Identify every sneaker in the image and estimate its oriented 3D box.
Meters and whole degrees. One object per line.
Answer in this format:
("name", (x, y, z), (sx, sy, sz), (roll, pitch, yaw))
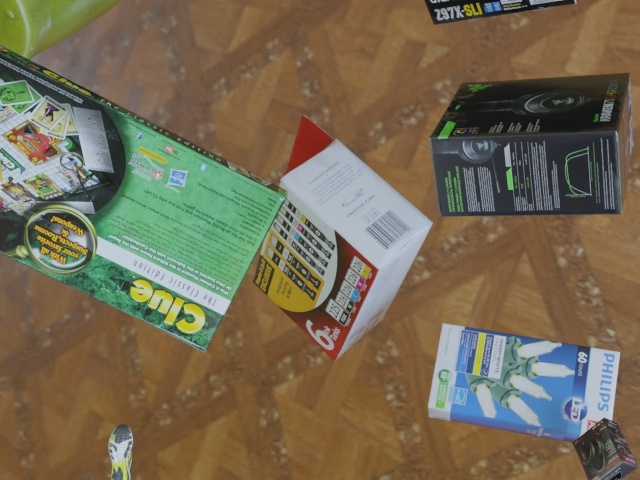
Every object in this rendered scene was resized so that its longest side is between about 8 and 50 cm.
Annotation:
("sneaker", (-0.264, 0.284, 1.419), (0.035, 0.031, 0.083), (130, 143, -82))

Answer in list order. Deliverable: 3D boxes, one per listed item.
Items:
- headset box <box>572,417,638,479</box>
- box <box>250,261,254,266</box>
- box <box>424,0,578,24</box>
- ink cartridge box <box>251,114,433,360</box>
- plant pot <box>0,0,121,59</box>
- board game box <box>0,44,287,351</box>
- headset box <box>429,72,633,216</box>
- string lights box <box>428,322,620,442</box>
("headset box", (0.382, 0.291, 1.441), (0.062, 0.032, 0.083), (-47, 34, 28))
("box", (-0.205, 0.004, 1.977), (0.186, 0.038, 0.145), (-21, 61, 32))
("box", (0.346, -0.485, 1.805), (0.257, 0.079, 0.322), (-2, 38, 37))
("ink cartridge box", (0.000, 0.000, 1.704), (0.272, 0.130, 0.309), (43, 149, 15))
("plant pot", (-0.418, -0.413, 1.468), (0.366, 0.366, 0.353), (-17, 34, 38))
("board game box", (-0.169, -0.034, 0.777), (0.136, 0.260, 0.030), (-61, 7, 10))
("headset box", (0.312, -0.145, 1.605), (0.283, 0.246, 0.131), (0, 117, 21))
("string lights box", (0.297, 0.213, 1.583), (0.260, 0.077, 0.133), (8, 70, 10))
